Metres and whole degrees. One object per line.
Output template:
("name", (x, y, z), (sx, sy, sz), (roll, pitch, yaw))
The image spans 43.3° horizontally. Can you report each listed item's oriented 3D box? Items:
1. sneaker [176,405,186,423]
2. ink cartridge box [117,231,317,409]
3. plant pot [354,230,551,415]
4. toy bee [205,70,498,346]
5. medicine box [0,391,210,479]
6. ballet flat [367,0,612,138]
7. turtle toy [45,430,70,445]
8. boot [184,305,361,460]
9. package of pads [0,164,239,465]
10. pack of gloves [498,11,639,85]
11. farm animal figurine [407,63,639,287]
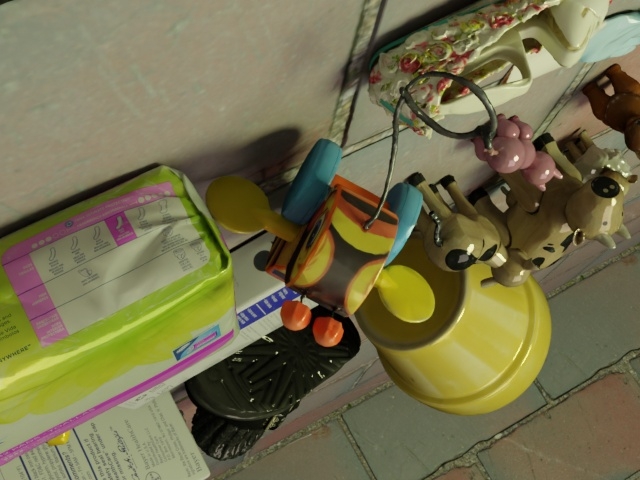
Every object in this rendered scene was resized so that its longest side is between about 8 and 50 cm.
("sneaker", (-0.214, 0.303, 1.173), (0.065, 0.166, 0.076), (-17, 147, -16))
("ink cartridge box", (-0.091, 0.070, 0.861), (0.333, 0.065, 0.165), (-28, 163, -3))
("plant pot", (0.167, 0.100, 1.124), (0.254, 0.254, 0.239), (-35, 147, 15))
("toy bee", (0.000, 0.000, 0.614), (0.298, 0.195, 0.162), (86, 27, -68))
("medicine box", (-0.344, 0.343, 1.065), (0.289, 0.149, 0.263), (-10, 154, -49))
("ballet flat", (0.149, -0.150, 0.607), (0.241, 0.077, 0.091), (-30, 162, -3))
("turtle toy", (-0.294, 0.168, 0.786), (0.095, 0.066, 0.130), (-3, 160, -10))
("boot", (-0.115, 0.215, 1.121), (0.260, 0.131, 0.348), (-40, 162, 28))
("package of pads", (-0.208, 0.078, 0.612), (0.296, 0.101, 0.229), (-27, 164, -13))
("pack of gloves", (0.305, -0.213, 0.751), (0.232, 0.046, 0.195), (-21, 160, -29))
("farm animal figurine", (0.273, -0.037, 0.981), (0.330, 0.172, 0.327), (-30, 164, -2))
